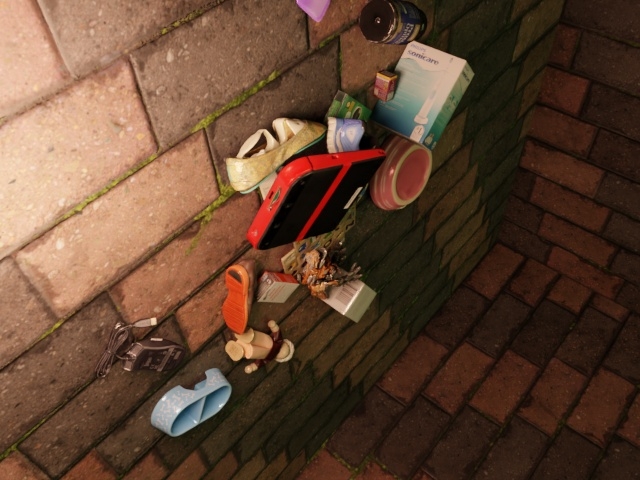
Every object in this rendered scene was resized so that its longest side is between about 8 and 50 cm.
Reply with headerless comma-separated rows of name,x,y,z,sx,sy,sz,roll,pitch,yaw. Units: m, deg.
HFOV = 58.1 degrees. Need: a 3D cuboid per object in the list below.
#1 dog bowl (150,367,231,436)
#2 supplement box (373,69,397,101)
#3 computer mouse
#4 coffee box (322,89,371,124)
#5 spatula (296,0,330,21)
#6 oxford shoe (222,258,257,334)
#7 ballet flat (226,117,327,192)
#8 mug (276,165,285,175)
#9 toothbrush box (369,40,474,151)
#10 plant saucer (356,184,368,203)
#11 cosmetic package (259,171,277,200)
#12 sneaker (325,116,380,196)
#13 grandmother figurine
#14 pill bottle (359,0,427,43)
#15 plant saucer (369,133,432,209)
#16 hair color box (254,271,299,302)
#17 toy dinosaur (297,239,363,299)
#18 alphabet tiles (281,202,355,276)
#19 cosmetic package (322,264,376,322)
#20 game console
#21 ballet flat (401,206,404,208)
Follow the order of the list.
dog bowl,-0.410,0.532,1.881,0.297,0.074,0.165,-20,134,-52
supplement box,0.208,-0.498,1.856,0.043,0.055,0.083,-34,145,-39
computer mouse,-0.465,0.271,1.537,0.262,0.060,0.184,7,117,-48
coffee box,0.084,-0.383,1.785,0.184,0.040,0.113,8,112,-61
spatula,-0.059,-0.610,1.319,0.084,0.030,0.296,-61,153,5
oxford shoe,-0.235,0.179,1.784,0.098,0.097,0.271,-36,146,-47
ballet flat,-0.114,-0.257,1.523,0.348,0.123,0.123,-42,149,-31
mug,-0.102,-0.178,1.670,0.078,0.062,0.064,-60,146,-11
toothbrush box,0.335,-0.480,1.913,0.126,0.216,0.295,11,108,-62
plant saucer,0.090,-0.198,1.983,0.311,0.050,0.310,-40,149,-30
cosmetic package,-0.140,-0.142,1.638,0.060,0.041,0.115,-18,144,-6
sneaker,0.110,-0.240,1.741,0.330,0.147,0.129,71,19,-57
grandmother figurine,-0.200,0.386,2.056,0.207,0.104,0.342,-52,151,7
pill bottle,0.218,-0.629,1.660,0.219,0.123,0.122,-22,136,-50
plant saucer,0.323,-0.264,2.205,0.332,0.084,0.332,-29,133,-37
hair color box,-0.152,0.158,1.926,0.093,0.053,0.167,-49,156,12
toy dinosaur,0.010,0.114,2.072,0.219,0.164,0.322,-25,170,-16
alphabet tiles,0.000,0.000,2.014,0.343,0.011,0.285,-41,156,-18
cosmetic package,0.107,0.218,2.330,0.151,0.151,0.184,-55,153,-4
game console,-0.020,-0.118,1.678,0.342,0.060,0.386,-17,155,-37
ballet flat,0.372,-0.227,2.406,0.248,0.086,0.086,-49,152,-14
